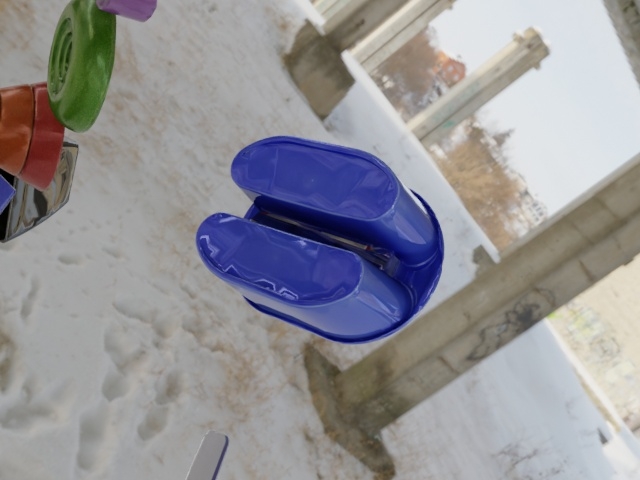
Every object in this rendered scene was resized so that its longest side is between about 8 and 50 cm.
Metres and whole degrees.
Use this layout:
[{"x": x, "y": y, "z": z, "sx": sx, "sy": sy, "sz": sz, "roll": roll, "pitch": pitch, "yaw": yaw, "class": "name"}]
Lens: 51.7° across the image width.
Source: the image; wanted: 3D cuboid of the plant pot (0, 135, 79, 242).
[{"x": -0.543, "y": -0.131, "z": 1.175, "sx": 0.188, "sy": 0.187, "sz": 0.167, "roll": 28, "pitch": 24, "yaw": 18, "class": "plant pot"}]

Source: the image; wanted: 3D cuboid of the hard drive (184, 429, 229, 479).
[{"x": -0.216, "y": 0.457, "z": 0.935, "sx": 0.040, "sy": 0.318, "sz": 0.210, "roll": 22, "pitch": 22, "yaw": -2, "class": "hard drive"}]

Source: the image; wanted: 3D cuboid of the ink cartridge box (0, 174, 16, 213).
[{"x": -0.369, "y": 0.022, "z": 0.570, "sx": 0.069, "sy": 0.371, "sz": 0.175, "roll": 41, "pitch": 58, "yaw": -27, "class": "ink cartridge box"}]

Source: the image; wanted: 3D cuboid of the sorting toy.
[{"x": -0.267, "y": -0.158, "z": 0.583, "sx": 0.126, "sy": 0.365, "sz": 0.127, "roll": 7, "pitch": 67, "yaw": -35, "class": "sorting toy"}]

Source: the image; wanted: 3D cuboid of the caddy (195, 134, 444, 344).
[{"x": 0.000, "y": 0.000, "z": 0.916, "sx": 0.341, "sy": 0.241, "sz": 0.179, "roll": 18, "pitch": -14, "yaw": 33, "class": "caddy"}]
